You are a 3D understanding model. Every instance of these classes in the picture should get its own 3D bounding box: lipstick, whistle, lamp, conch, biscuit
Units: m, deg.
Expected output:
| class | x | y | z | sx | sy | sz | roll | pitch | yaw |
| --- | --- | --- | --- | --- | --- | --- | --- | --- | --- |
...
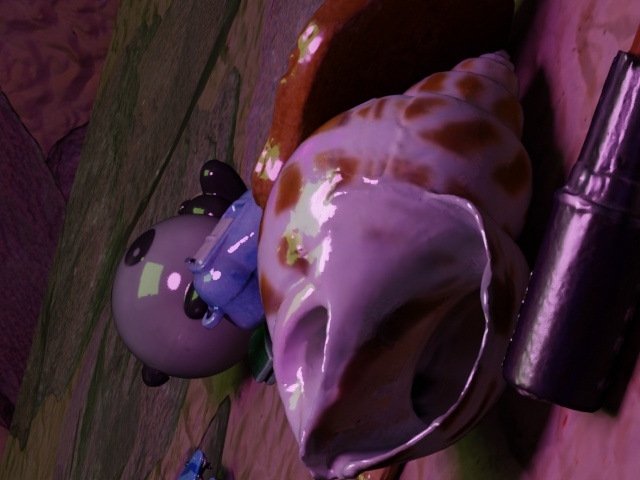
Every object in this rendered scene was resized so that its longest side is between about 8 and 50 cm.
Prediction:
| class | x | y | z | sx | sy | sz | roll | pitch | yaw |
| --- | --- | --- | --- | --- | --- | --- | --- | --- | --- |
| lipstick | 0.199 | -0.030 | 1.346 | 0.081 | 0.081 | 0.300 | -140 | 66 | -72 |
| whistle | -0.030 | -0.027 | 1.822 | 0.269 | 0.093 | 0.180 | -52 | 20 | -17 |
| lamp | -0.137 | 0.040 | 2.232 | 0.244 | 0.197 | 0.198 | -78 | 14 | -46 |
| conch | 0.073 | 0.010 | 1.534 | 0.249 | 0.197 | 0.368 | 11 | 85 | 41 |
| biscuit | 0.055 | -0.130 | 1.664 | 0.049 | 0.273 | 0.257 | 36 | 121 | 30 |

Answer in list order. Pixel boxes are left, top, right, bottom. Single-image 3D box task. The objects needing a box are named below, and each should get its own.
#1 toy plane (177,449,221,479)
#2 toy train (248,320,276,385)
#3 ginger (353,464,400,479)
| class | x | y | z | sx | sy | sz | roll | pitch | yaw |
| --- | --- | --- | --- | --- | --- | --- | --- | --- | --- |
| toy plane | -0.163 | 0.318 | 2.231 | 0.246 | 0.078 | 0.169 | 150 | 134 | -76 |
| toy train | 0.013 | 0.077 | 1.812 | 0.170 | 0.111 | 0.071 | 123 | 152 | -45 |
| ginger | 0.060 | 0.163 | 1.697 | 0.057 | 0.044 | 0.137 | 56 | 132 | 46 |
